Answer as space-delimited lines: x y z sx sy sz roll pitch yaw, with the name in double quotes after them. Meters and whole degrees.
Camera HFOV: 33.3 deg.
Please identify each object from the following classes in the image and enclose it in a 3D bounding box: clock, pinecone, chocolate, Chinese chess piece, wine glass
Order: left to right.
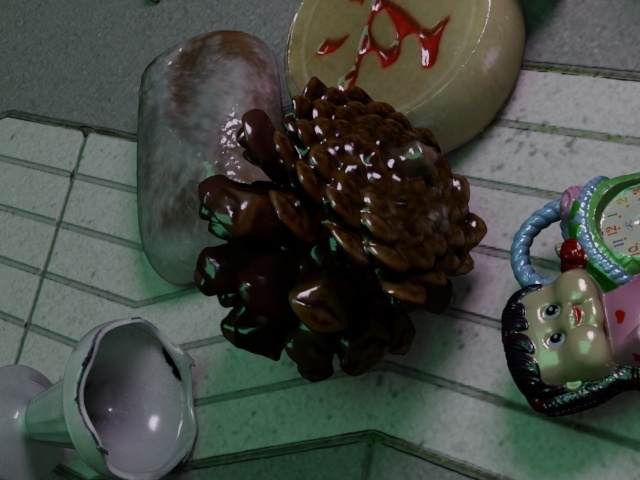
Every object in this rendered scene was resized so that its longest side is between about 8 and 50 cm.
-0.242 0.169 1.076 0.196 0.165 0.165 -14 60 35 "wine glass"
-0.133 -0.105 1.183 0.185 0.100 0.303 -19 61 21 "chocolate"
0.007 0.007 0.941 0.264 0.264 0.264 -15 59 27 "pinecone"
0.083 -0.195 1.077 0.250 0.103 0.249 -14 62 28 "Chinese chess piece"
0.239 0.038 0.857 0.195 0.100 0.194 -19 53 22 "clock"
